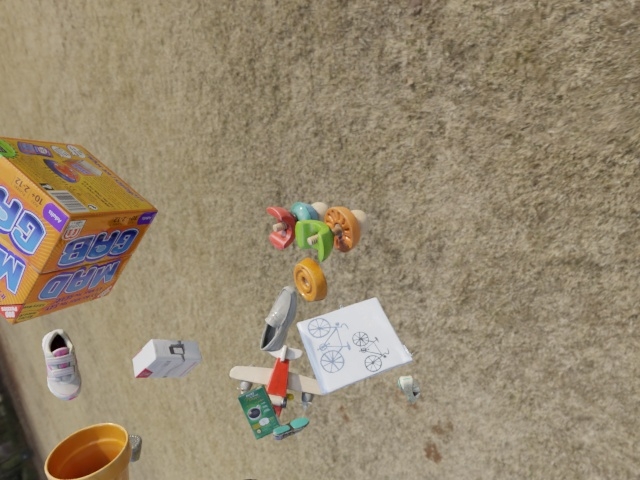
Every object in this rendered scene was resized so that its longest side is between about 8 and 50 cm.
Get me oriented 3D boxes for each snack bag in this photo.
[{"bbox_3d":[0.116,0.366,1.725,0.323,0.342,0.037,-118,14,-45],"label":"snack bag"}]

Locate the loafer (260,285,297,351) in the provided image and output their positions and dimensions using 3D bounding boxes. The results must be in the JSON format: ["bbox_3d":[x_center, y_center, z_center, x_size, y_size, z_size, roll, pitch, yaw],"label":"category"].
[{"bbox_3d":[-0.188,0.356,2.127,0.112,0.111,0.320,26,106,40],"label":"loafer"}]

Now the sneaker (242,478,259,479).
[{"bbox_3d":[-0.110,0.700,1.132,0.300,0.121,0.111,46,179,-2],"label":"sneaker"}]

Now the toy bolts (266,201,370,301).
[{"bbox_3d":[0.000,0.000,1.098,0.228,0.158,0.219,36,136,42],"label":"toy bolts"}]

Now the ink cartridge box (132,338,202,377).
[{"bbox_3d":[-0.427,0.332,1.333,0.109,0.150,0.063,-42,55,25],"label":"ink cartridge box"}]

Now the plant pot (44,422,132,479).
[{"bbox_3d":[-0.603,0.637,1.282,0.205,0.205,0.188,15,118,46],"label":"plant pot"}]

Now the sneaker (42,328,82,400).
[{"bbox_3d":[-0.870,0.409,1.593,0.253,0.102,0.111,62,144,15],"label":"sneaker"}]

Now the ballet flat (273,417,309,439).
[{"bbox_3d":[-0.085,0.540,1.358,0.041,0.114,0.041,23,117,55],"label":"ballet flat"}]

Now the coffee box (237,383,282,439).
[{"bbox_3d":[-0.235,0.669,1.861,0.184,0.113,0.040,64,-177,0],"label":"coffee box"}]

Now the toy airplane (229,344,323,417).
[{"bbox_3d":[-0.215,0.726,2.419,0.386,0.384,0.273,43,142,32],"label":"toy airplane"}]

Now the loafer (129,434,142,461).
[{"bbox_3d":[-0.709,0.700,1.577,0.250,0.094,0.088,-1,110,11],"label":"loafer"}]

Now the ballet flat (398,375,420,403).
[{"bbox_3d":[0.291,0.474,1.506,0.168,0.052,0.057,57,-163,-49],"label":"ballet flat"}]

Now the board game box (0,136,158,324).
[{"bbox_3d":[-0.782,-0.044,1.380,0.356,0.356,0.356,38,106,10],"label":"board game box"}]
